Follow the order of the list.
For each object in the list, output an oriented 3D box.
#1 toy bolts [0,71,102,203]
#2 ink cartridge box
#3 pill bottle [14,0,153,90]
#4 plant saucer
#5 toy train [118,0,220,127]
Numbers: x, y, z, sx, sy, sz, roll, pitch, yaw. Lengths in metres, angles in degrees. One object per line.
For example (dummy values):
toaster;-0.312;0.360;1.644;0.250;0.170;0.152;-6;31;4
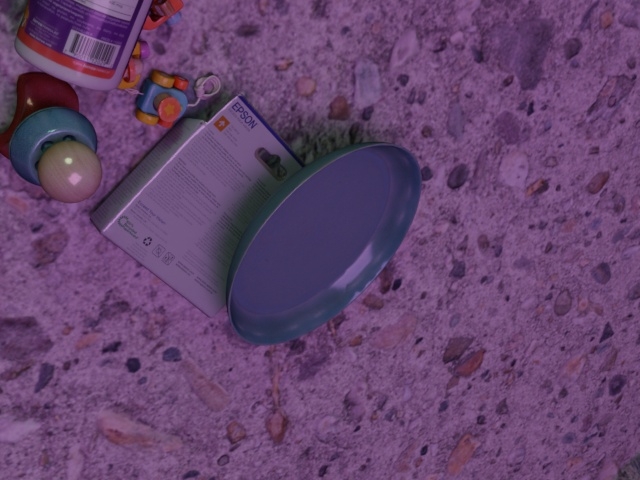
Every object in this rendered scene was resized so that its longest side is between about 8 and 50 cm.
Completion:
toy bolts;-0.324;-0.077;0.907;0.229;0.158;0.218;8;115;-38
ink cartridge box;-0.124;-0.042;1.149;0.224;0.045;0.223;-45;135;-2
pill bottle;-0.208;-0.250;0.905;0.108;0.108;0.193;12;112;-39
plant saucer;0.000;0.000;1.219;0.318;0.044;0.317;-32;147;-24
toy train;-0.166;-0.191;1.017;0.125;0.046;0.166;-35;133;-9
